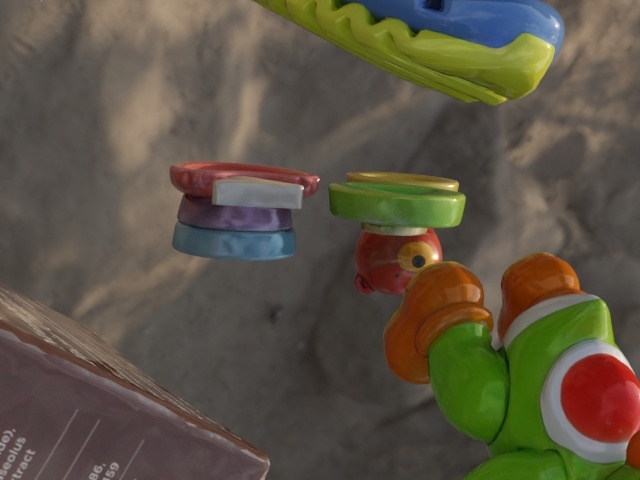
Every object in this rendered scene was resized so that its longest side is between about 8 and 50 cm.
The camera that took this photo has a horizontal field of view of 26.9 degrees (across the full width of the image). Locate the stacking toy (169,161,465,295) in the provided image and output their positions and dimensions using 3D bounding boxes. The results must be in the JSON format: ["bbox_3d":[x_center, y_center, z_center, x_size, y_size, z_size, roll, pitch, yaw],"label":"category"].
[{"bbox_3d":[0.000,0.000,1.348,0.309,0.279,0.130,3,98,-7],"label":"stacking toy"}]

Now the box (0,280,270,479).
[{"bbox_3d":[-0.224,0.046,0.531,0.381,0.191,0.143,33,86,-40],"label":"box"}]

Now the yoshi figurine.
[{"bbox_3d":[0.179,0.181,0.906,0.203,0.362,0.203,-41,134,10],"label":"yoshi figurine"}]

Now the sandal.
[{"bbox_3d":[0.017,-0.183,0.766,0.126,0.317,0.138,19,104,-52],"label":"sandal"}]
